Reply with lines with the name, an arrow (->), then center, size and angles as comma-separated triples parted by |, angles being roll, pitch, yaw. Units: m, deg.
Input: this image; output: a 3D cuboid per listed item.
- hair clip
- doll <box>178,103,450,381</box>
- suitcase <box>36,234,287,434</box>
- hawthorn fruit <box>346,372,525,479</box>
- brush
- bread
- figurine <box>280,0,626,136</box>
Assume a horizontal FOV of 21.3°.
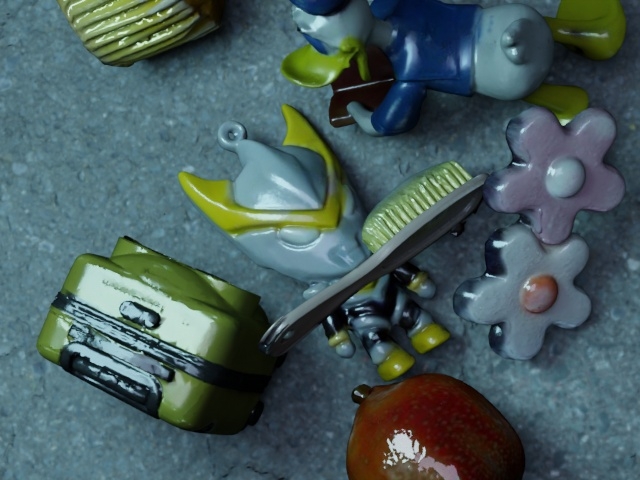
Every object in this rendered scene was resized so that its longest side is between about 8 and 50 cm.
hair clip -> 0.212, -0.008, 1.631 | 0.146, 0.075, 0.257 | 9, 114, -15
doll -> -0.003, 0.002, 1.703 | 0.145, 0.103, 0.316 | -39, 81, 1
suitcase -> -0.145, 0.092, 1.651 | 0.194, 0.235, 0.143 | 24, 88, 16
hawthorn fruit -> 0.097, 0.208, 1.620 | 0.188, 0.169, 0.169 | 34, 91, 14
brush -> 0.043, 0.011, 1.632 | 0.067, 0.072, 0.313 | 41, 58, 21
bread -> -0.197, -0.334, 1.743 | 0.156, 0.204, 0.288 | -23, 73, 14
figurine -> 0.082, -0.202, 1.639 | 0.284, 0.338, 0.204 | -4, 72, 48
